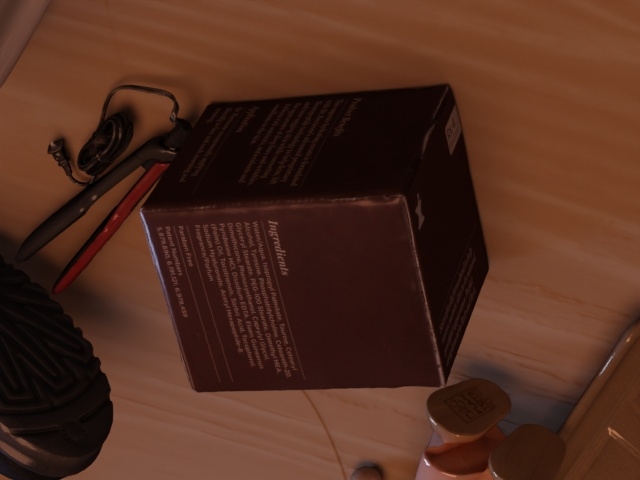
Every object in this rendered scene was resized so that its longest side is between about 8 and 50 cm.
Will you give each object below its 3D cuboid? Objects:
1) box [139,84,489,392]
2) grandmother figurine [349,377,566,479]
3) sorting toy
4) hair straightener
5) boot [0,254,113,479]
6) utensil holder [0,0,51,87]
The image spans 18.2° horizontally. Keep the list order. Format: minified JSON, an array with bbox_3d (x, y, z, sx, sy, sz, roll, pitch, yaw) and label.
[{"bbox_3d":[0.000,0.000,1.487,0.203,0.168,0.167,-2,120,20],"label":"box"},{"bbox_3d":[0.096,0.268,1.660,0.208,0.104,0.342,47,139,33],"label":"grandmother figurine"},{"bbox_3d":[0.285,0.209,1.617,0.229,0.041,0.307,25,126,-4],"label":"sorting toy"},{"bbox_3d":[-0.182,-0.049,1.584,0.089,0.047,0.230,39,130,-9],"label":"hair straightener"},{"bbox_3d":[-0.389,0.188,1.706,0.367,0.146,0.445,46,124,20],"label":"boot"},{"bbox_3d":[-0.374,-0.267,1.346,0.385,0.327,0.328,29,126,2],"label":"utensil holder"}]
